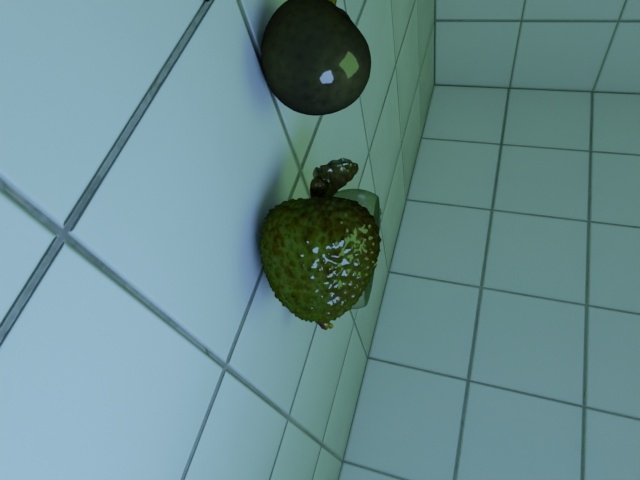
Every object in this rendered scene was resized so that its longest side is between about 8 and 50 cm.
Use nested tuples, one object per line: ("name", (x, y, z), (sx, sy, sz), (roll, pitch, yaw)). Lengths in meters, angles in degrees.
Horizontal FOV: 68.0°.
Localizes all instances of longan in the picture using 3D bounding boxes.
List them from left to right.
("longan", (-0.015, -0.340, 0.886), (0.220, 0.196, 0.196), (57, 25, -3))

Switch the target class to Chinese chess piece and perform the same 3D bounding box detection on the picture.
("Chinese chess piece", (0.085, 0.024, 1.381), (0.349, 0.146, 0.350), (7, 90, -79))

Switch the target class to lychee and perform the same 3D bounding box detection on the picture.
("lychee", (0.001, 0.012, 0.997), (0.270, 0.269, 0.320), (-48, 123, -59))

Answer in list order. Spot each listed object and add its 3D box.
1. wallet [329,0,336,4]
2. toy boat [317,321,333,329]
("wallet", (0.007, -0.557, 1.078), (0.141, 0.067, 0.241), (-9, 111, -76))
("toy boat", (-0.017, 0.071, 1.199), (0.141, 0.099, 0.318), (8, -80, 63))
